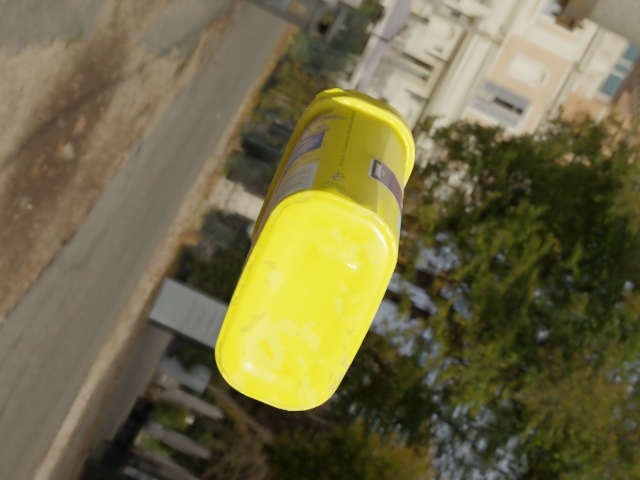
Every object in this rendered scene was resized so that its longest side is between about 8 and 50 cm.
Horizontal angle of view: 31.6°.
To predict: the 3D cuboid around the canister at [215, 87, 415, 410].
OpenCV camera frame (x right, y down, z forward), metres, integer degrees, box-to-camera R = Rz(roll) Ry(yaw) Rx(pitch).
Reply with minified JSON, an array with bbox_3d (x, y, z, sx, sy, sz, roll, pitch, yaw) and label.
[{"bbox_3d":[0.000,0.000,0.614,0.170,0.073,0.126,-75,-171,-66],"label":"canister"}]
